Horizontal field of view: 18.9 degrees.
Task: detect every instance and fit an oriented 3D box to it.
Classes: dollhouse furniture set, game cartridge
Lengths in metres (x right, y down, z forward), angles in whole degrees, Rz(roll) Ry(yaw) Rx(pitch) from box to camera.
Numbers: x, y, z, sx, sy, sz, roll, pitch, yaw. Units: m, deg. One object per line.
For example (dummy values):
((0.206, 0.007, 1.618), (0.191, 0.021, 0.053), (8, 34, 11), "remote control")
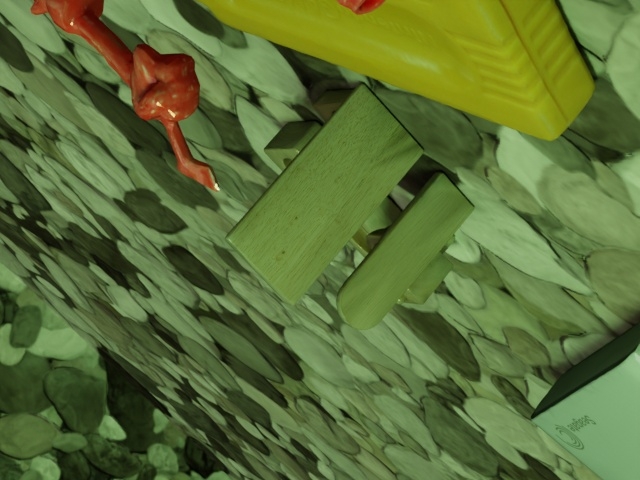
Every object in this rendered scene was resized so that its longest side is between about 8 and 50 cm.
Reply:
((0.000, 0.000, 1.186), (0.144, 0.123, 0.151), (46, 163, -20), "dollhouse furniture set")
((-0.039, -0.194, 0.894), (0.285, 0.053, 0.324), (24, 157, 44), "game cartridge")

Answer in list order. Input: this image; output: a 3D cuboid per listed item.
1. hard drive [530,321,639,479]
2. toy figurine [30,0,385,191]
((0.299, 0.188, 1.152), (0.353, 0.047, 0.233), (40, 164, 3), "hard drive")
((-0.068, -0.153, 0.481), (0.362, 0.217, 0.191), (-43, 71, 43), "toy figurine")
